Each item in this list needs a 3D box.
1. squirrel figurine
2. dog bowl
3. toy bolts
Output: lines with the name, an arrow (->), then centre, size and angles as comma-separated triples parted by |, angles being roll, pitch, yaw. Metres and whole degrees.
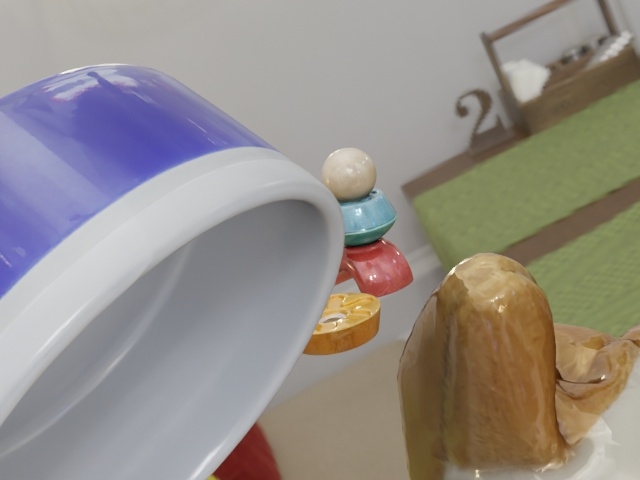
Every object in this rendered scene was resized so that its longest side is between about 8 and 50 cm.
squirrel figurine -> 0.249, 0.153, 0.708 | 0.370, 0.281, 0.397 | -19, -24, -21
dog bowl -> -0.112, 0.053, 0.527 | 0.104, 0.265, 0.265 | 38, 60, 19
toy bolts -> 0.000, 0.000, 1.154 | 0.228, 0.158, 0.218 | -24, 20, -33
